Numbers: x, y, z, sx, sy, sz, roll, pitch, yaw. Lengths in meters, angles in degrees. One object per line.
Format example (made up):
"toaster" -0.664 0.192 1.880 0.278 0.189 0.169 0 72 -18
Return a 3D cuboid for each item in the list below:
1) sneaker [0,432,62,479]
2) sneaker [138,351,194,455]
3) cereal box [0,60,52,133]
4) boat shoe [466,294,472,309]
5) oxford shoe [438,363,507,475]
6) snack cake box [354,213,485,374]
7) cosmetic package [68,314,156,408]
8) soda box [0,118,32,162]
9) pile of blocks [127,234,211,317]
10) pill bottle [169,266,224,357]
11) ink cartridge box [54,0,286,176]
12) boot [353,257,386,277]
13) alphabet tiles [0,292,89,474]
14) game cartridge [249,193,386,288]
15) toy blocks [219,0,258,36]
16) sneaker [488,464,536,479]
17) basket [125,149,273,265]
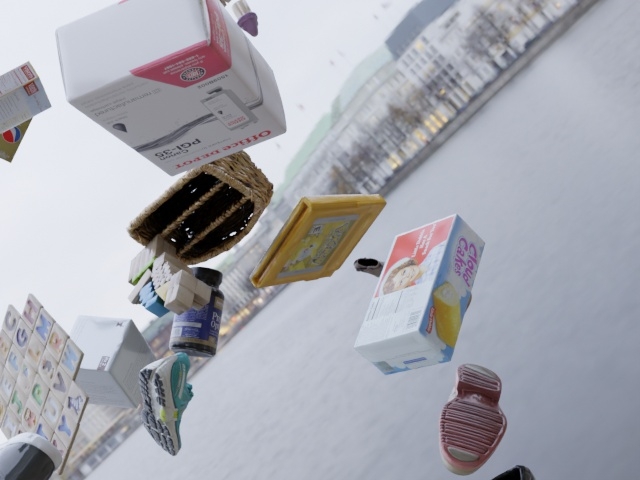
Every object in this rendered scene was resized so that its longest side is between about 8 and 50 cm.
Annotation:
"sneaker" -0.507 0.393 1.187 0.295 0.104 0.147 -35 14 41
"sneaker" -0.318 0.359 1.717 0.110 0.107 0.275 -31 -39 -41
"cereal box" -0.661 -0.254 1.576 0.240 0.047 0.173 -33 -3 -15
"boat shoe" 0.281 0.112 1.955 0.109 0.098 0.302 -64 10 9
"oxford shoe" 0.290 0.371 1.543 0.348 0.122 0.130 -41 -33 -65
"snack cake box" 0.174 0.092 1.375 0.152 0.089 0.264 -23 33 45
"cosmetic package" -0.518 0.296 1.932 0.184 0.151 0.151 74 -156 -47
"soda box" -0.720 -0.278 1.874 0.181 0.058 0.061 -63 26 0
"pile of blocks" -0.339 0.113 1.790 0.149 0.112 0.362 -53 28 0
"pill bottle" -0.314 0.185 2.051 0.123 0.122 0.219 135 144 -67
"ink cartridge box" -0.190 -0.214 1.092 0.207 0.117 0.283 -19 -20 12
"boot" 0.142 0.066 1.995 0.118 0.042 0.087 -1 -15 4
"alphabet tiles" -0.559 0.282 1.547 0.011 0.342 0.285 6 -68 -48
"game cartridge" 0.000 0.000 2.055 0.323 0.053 0.285 -5 -43 -50
"toy blocks" -0.254 -0.394 1.850 0.309 0.260 0.288 -34 -10 32
"sneaker" 0.316 0.536 1.580 0.267 0.101 0.106 -34 -45 -9
"basket" -0.278 -0.062 1.919 0.299 0.213 0.223 -36 9 24
